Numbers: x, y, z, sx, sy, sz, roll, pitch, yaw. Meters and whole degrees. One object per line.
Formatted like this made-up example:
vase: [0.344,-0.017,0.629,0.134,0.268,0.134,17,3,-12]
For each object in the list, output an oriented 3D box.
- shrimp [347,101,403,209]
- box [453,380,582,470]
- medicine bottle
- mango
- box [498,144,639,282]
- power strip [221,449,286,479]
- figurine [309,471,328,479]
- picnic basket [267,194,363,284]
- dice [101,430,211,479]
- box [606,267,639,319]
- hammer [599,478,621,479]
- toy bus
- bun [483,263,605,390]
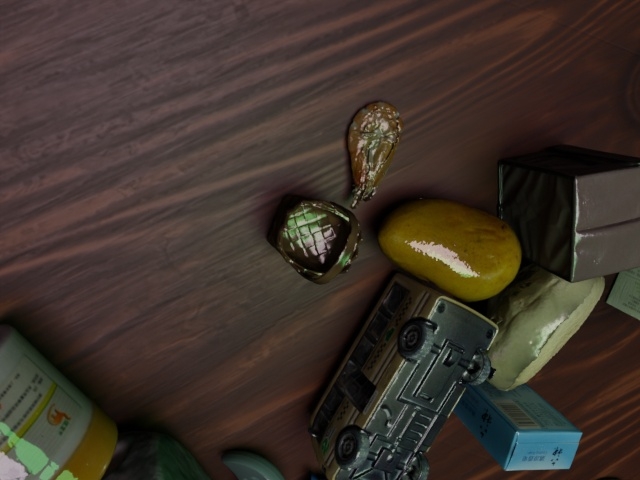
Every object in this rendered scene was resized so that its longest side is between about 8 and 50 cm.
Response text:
shrimp: [0.082,-0.140,1.038,0.091,0.043,0.184,11,96,-14]
box: [0.347,0.324,1.165,0.143,0.232,0.083,6,105,-21]
medicine bottle: [-0.450,0.276,0.873,0.238,0.238,0.232,-38,114,-4]
mango: [0.221,0.010,1.071,0.262,0.130,0.167,21,69,-13]
box: [0.424,-0.054,1.067,0.153,0.252,0.188,-10,108,-10]
power strip: [-0.120,0.487,1.131,0.137,0.044,0.216,6,105,12]
figurine: [-0.031,0.505,1.181,0.149,0.087,0.086,-38,152,-4]
picnic basket: [0.000,0.000,0.973,0.138,0.178,0.128,23,97,-24]
dice: [-0.299,0.518,0.940,0.330,0.348,0.328,-31,111,-8]
box: [0.715,0.090,1.205,0.111,0.260,0.194,13,103,-26]
hammer: [0.625,0.770,1.504,0.168,0.044,0.440,15,101,-23]
toy bus: [0.132,0.252,1.090,0.177,0.202,0.365,29,93,-30]
bun: [0.390,0.140,1.152,0.287,0.146,0.287,-35,152,-21]
